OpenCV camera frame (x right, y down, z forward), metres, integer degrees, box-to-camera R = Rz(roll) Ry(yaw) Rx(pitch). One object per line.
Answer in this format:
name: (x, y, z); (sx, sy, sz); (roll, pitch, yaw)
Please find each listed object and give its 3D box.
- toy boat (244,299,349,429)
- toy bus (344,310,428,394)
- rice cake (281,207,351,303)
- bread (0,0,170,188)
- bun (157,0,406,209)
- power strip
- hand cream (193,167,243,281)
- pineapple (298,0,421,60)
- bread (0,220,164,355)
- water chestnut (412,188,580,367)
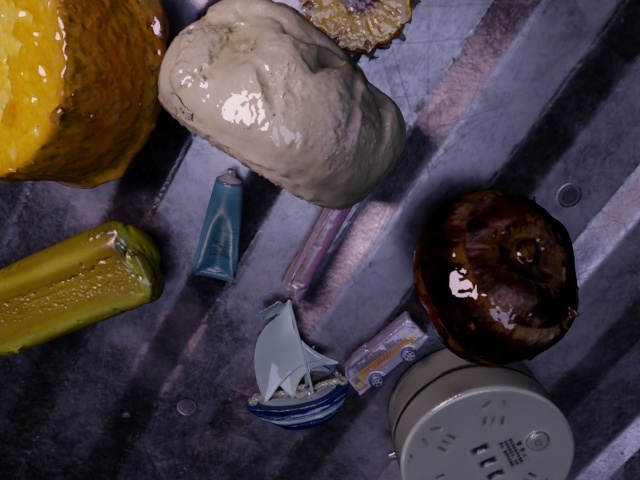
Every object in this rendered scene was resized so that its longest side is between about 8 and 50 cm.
toy boat: (-0.039, 0.264, 0.927); (0.209, 0.070, 0.292); (8, 106, -6)
toy bus: (0.131, 0.228, 0.917); (0.190, 0.064, 0.075); (-42, 98, 12)
rice cake: (-0.001, 0.000, 0.844); (0.048, 0.055, 0.270); (25, 105, -13)
bread: (-0.405, -0.261, 0.636); (0.397, 0.215, 0.399); (5, 104, 20)
bun: (-0.045, -0.196, 0.634); (0.359, 0.360, 0.211); (31, 99, -10)
power strip: (0.305, 0.400, 0.924); (0.356, 0.161, 0.358); (0, 109, 0)
hand cream: (-0.185, -0.026, 0.843); (0.083, 0.048, 0.225); (11, 113, -7)
pineapple: (0.067, -0.394, 0.716); (0.220, 0.047, 0.222); (0, 107, -1)
bread: (-0.469, 0.085, 0.837); (0.383, 0.112, 0.166); (-21, 111, 7)
water chestnut: (0.280, 0.069, 0.783); (0.299, 0.300, 0.301); (0, 109, 0)
